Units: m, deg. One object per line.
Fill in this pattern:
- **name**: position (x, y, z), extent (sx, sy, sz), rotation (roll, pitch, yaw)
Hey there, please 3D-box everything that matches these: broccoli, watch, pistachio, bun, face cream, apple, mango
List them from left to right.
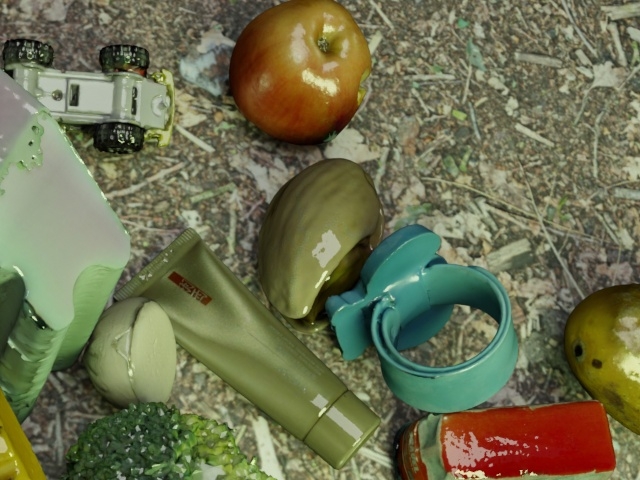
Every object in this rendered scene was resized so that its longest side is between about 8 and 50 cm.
- **bun**: position (-0.229, 0.134, 1.714), extent (0.094, 0.138, 0.138), rotation (-3, 63, 20)
- **broccoli**: position (-0.127, 0.339, 1.576), extent (0.302, 0.249, 0.375), rotation (-8, 64, -19)
- **face cream**: position (-0.080, 0.134, 1.786), extent (0.341, 0.084, 0.137), rotation (41, 63, 10)
- **apple**: position (-0.022, -0.223, 1.901), extent (0.199, 0.199, 0.199), rotation (7, 65, -16)
- **pistachio**: position (0.000, 0.000, 1.837), extent (0.153, 0.138, 0.238), rotation (-6, 56, 24)
- **watch**: position (0.131, 0.111, 1.771), extent (0.211, 0.211, 0.193), rotation (-23, 49, -26)
- **mango**: position (0.451, 0.179, 1.904), extent (0.329, 0.175, 0.176), rotation (41, 83, -20)

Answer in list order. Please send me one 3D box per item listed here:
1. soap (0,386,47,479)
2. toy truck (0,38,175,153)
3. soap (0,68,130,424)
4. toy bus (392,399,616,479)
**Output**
- **soap**: position (-0.439, 0.287, 1.495), extent (0.324, 0.096, 0.204), rotation (-24, 94, -1)
- **toy truck**: position (-0.320, -0.172, 1.818), extent (0.286, 0.111, 0.136), rotation (4, 81, -14)
- **soap**: position (-0.347, 0.013, 1.533), extent (0.261, 0.446, 0.156), rotation (40, 62, 2)
- **toy bus**: position (0.227, 0.256, 1.806), extent (0.265, 0.120, 0.121), rotation (-1, 70, -18)
